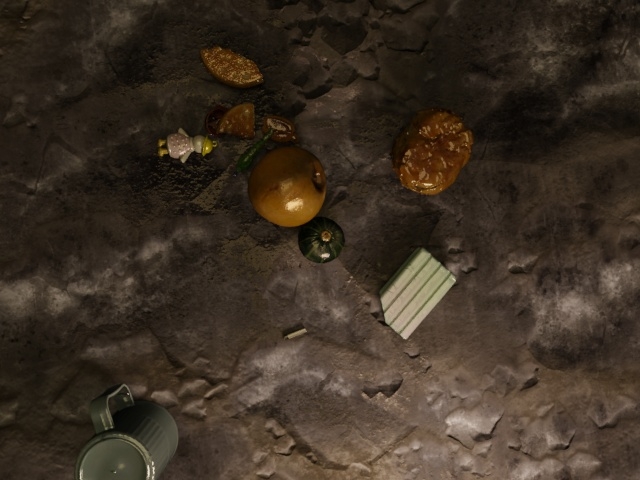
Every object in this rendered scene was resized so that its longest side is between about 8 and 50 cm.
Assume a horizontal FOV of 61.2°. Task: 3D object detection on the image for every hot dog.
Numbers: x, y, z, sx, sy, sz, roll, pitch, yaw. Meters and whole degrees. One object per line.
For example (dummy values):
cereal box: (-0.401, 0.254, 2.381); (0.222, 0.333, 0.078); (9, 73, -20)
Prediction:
hot dog: (-0.140, -0.392, 1.924); (0.140, 0.060, 0.090); (14, 92, 4)

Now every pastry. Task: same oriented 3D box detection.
pastry: (0.382, -0.308, 1.898); (0.255, 0.162, 0.311); (40, 85, -3)

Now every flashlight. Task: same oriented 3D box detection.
flashlight: (-0.091, 0.334, 1.933); (0.083, 0.018, 0.018); (-22, 92, -3)

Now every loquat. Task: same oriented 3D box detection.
loquat: (-0.117, -0.176, 1.830); (0.274, 0.275, 0.275); (0, 89, -3)

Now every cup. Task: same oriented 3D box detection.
cup: (-0.614, 0.658, 1.753); (0.256, 0.311, 0.332); (10, 88, -3)

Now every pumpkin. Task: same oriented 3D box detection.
pumpkin: (0.000, -0.002, 1.890); (0.167, 0.125, 0.167); (4, 81, -26)

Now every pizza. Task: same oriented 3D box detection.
pizza: (-0.282, -0.412, 1.912); (0.131, 0.041, 0.178); (40, 72, -21)
pizza: (-0.314, -0.607, 1.914); (0.246, 0.058, 0.127); (13, 90, -1)

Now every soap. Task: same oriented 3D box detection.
soap: (0.326, 0.183, 1.921); (0.172, 0.095, 0.290); (41, 88, -3)

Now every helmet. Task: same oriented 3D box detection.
helmet: (-0.372, -0.422, 1.909); (0.089, 0.057, 0.111); (26, 84, -39)

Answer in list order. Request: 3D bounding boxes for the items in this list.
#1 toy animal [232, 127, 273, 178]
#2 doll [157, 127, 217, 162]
toy animal: (-0.239, -0.305, 1.908); (0.041, 0.075, 0.217); (40, 83, -2)
doll: (-0.466, -0.334, 1.891); (0.207, 0.081, 0.129); (-4, 77, -6)
